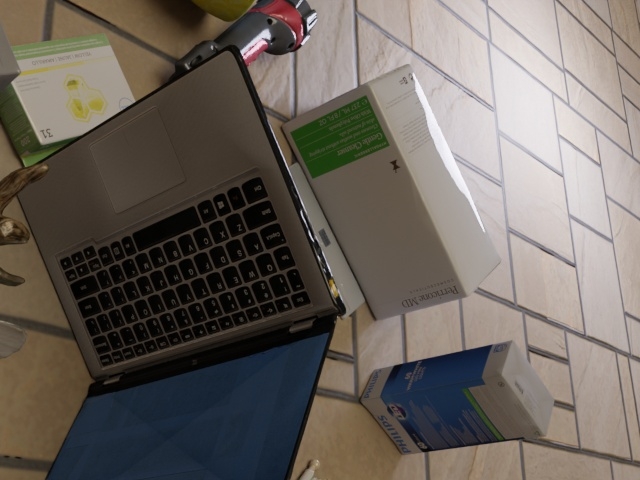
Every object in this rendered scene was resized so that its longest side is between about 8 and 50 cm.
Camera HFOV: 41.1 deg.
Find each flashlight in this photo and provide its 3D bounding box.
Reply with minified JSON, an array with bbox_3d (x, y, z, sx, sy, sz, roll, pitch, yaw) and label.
[{"bbox_3d":[-0.112,-0.283,1.298,0.103,0.103,0.304,35,48,-1],"label":"flashlight"}]

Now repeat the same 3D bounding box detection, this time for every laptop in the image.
[{"bbox_3d":[-0.199,0.092,0.793,0.236,0.381,0.408,-25,94,-52],"label":"laptop"}]

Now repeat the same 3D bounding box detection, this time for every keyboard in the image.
[{"bbox_3d":[0.000,0.000,1.371,0.072,0.014,0.256,-37,104,-56],"label":"keyboard"}]

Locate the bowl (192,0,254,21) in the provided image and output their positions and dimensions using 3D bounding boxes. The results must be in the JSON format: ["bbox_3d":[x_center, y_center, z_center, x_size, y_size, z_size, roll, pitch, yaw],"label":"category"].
[{"bbox_3d":[-0.157,-0.471,1.197,0.156,0.289,0.290,14,62,-27],"label":"bowl"}]

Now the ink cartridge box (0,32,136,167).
[{"bbox_3d":[-0.291,-0.127,1.045,0.171,0.056,0.235,-28,95,-52],"label":"ink cartridge box"}]

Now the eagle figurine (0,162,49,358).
[{"bbox_3d":[-0.394,0.045,0.729,0.225,0.226,0.298,24,28,2],"label":"eagle figurine"}]

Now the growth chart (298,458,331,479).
[{"bbox_3d":[0.026,0.432,1.149,0.237,0.021,0.172,48,42,4],"label":"growth chart"}]

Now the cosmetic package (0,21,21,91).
[{"bbox_3d":[-0.441,-0.194,0.856,0.238,0.107,0.127,-23,90,-49],"label":"cosmetic package"}]

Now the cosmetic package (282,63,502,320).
[{"bbox_3d":[0.120,-0.075,1.399,0.155,0.196,0.366,-34,100,-51],"label":"cosmetic package"}]

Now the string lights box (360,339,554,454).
[{"bbox_3d":[0.205,0.246,1.306,0.133,0.259,0.077,53,42,-21],"label":"string lights box"}]
